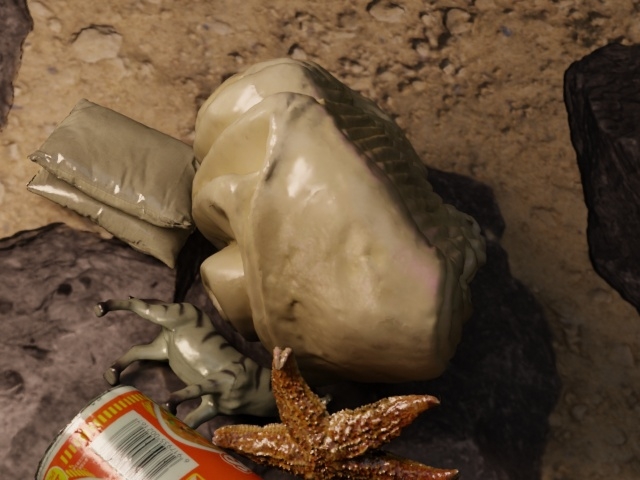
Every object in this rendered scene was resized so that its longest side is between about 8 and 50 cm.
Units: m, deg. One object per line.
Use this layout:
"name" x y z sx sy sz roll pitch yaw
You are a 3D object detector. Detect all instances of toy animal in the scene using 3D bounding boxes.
"toy animal" -0.107 0.125 1.603 0.176 0.073 0.217 -23 63 -40

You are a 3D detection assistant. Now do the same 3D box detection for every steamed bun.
"steamed bun" 0.000 0.000 1.603 0.352 0.247 0.339 46 14 6

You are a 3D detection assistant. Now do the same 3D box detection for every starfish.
"starfish" 0.015 0.205 1.526 0.227 0.240 0.043 -7 26 20

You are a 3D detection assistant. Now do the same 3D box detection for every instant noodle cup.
"instant noodle cup" -0.142 0.247 1.462 0.212 0.193 0.193 40 55 18

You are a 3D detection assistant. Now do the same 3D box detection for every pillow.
"pillow" -0.203 -0.068 1.685 0.181 0.078 0.134 27 48 -2
